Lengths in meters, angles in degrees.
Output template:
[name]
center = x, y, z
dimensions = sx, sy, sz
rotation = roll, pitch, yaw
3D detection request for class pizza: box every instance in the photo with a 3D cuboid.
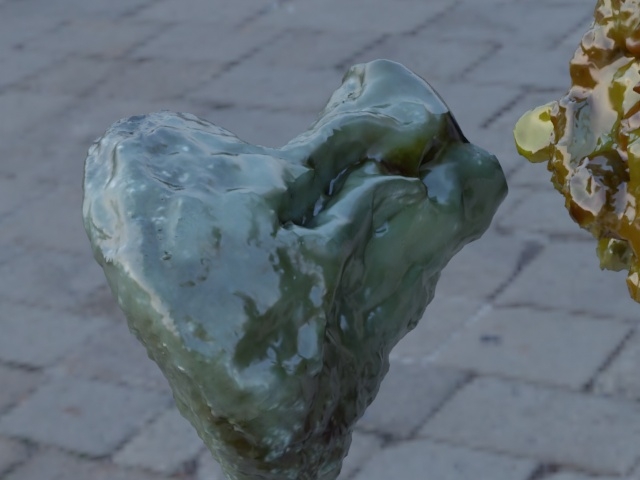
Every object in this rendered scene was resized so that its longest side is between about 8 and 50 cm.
[pizza]
center = 0.216, -0.082, 0.798
dimensions = 0.087, 0.268, 0.258
rotation = 20, 23, -30

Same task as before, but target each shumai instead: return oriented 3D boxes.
[shumai]
center = 0.000, 0.000, 0.893
dimensions = 0.204, 0.222, 0.272
rotation = -27, 25, 8
